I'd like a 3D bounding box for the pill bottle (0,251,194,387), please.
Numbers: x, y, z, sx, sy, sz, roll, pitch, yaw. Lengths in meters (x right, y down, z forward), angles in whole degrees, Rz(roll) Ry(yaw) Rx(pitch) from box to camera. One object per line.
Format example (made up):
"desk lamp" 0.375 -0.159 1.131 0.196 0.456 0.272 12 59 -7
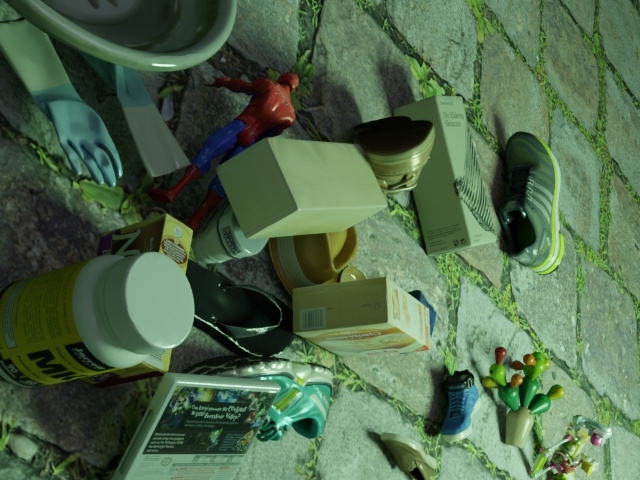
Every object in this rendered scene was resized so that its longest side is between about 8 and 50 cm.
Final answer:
"pill bottle" -0.239 0.080 1.148 0.119 0.209 0.119 26 57 -48

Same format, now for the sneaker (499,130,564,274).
"sneaker" 0.420 -0.084 2.255 0.121 0.111 0.299 12 65 -48

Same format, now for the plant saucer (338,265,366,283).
"plant saucer" 0.050 0.081 1.736 0.083 0.015 0.083 26 56 -47

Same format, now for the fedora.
"fedora" 0.000 0.000 1.640 0.194 0.079 0.194 25 59 -49

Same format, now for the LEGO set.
"LEGO set" 0.465 0.465 2.108 0.107 0.132 0.287 -19 117 -40

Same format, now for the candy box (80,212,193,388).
"candy box" -0.214 0.069 1.279 0.053 0.109 0.186 35 51 -43

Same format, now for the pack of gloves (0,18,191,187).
"pack of gloves" -0.258 -0.178 1.319 0.232 0.046 0.195 59 33 4

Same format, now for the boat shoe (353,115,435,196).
"boat shoe" 0.118 -0.125 1.724 0.341 0.122 0.110 -87 167 -79

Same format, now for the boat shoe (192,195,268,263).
"boat shoe" -0.098 -0.043 1.512 0.095 0.084 0.258 65 27 -9

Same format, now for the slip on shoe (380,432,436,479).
"slip on shoe" 0.136 0.340 1.734 0.135 0.051 0.041 46 55 -44

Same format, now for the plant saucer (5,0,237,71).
"plant saucer" -0.282 -0.349 1.305 0.400 0.100 0.400 27 46 -32

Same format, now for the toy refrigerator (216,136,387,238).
"toy refrigerator" -0.021 -0.067 1.479 0.269 0.094 0.102 -6 70 -63

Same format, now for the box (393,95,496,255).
"box" 0.223 -0.116 1.991 0.113 0.094 0.275 -12 88 -56

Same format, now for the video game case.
"video game case" -0.147 0.235 1.296 0.190 0.022 0.173 14 107 -52

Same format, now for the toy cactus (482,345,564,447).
"toy cactus" 0.369 0.290 2.062 0.219 0.112 0.180 27 75 -51

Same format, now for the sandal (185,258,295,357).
"sandal" -0.110 0.094 1.467 0.254 0.054 0.097 26 57 -48

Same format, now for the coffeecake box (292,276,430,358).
"coffeecake box" 0.062 0.114 1.594 0.185 0.142 0.068 35 50 -61

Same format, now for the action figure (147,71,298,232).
"action figure" -0.137 -0.134 1.503 0.280 0.139 0.091 -49 123 -26

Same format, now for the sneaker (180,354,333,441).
"sneaker" -0.071 0.206 1.445 0.275 0.107 0.110 17 73 -51

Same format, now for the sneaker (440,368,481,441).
"sneaker" 0.229 0.272 1.878 0.152 0.058 0.084 -42 118 -58

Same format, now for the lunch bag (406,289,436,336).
"lunch bag" 0.147 0.138 1.806 0.065 0.067 0.098 50 42 -31
